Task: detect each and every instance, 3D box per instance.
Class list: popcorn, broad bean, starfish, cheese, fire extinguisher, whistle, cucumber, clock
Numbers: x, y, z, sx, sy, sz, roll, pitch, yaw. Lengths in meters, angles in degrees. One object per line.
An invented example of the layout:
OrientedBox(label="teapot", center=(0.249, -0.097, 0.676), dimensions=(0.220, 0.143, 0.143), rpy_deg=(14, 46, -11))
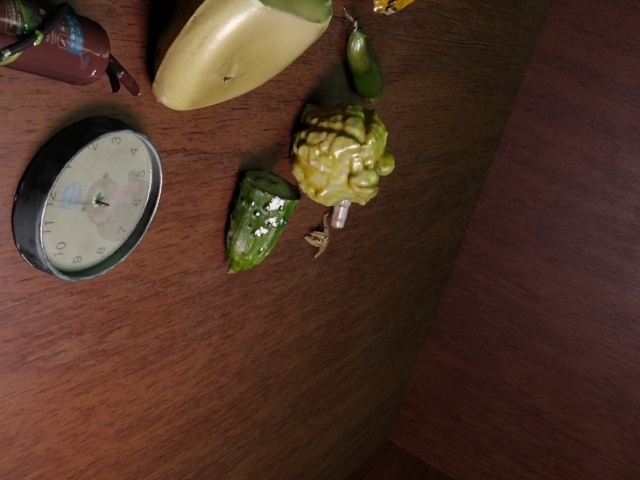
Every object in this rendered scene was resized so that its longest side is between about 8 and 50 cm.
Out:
OrientedBox(label="popcorn", center=(0.043, -0.198, 1.781), dimensions=(0.256, 0.255, 0.195), rpy_deg=(-47, -172, 29))
OrientedBox(label="broad bean", center=(0.103, -0.411, 1.861), dimensions=(0.325, 0.067, 0.075), rpy_deg=(63, 45, -64))
OrientedBox(label="starfish", center=(0.006, 0.001, 2.107), dimensions=(0.133, 0.041, 0.130), rpy_deg=(-40, 145, -43))
OrientedBox(label="cheese", center=(-0.151, -0.311, 1.273), dimensions=(0.316, 0.128, 0.260), rpy_deg=(-29, 162, 34))
OrientedBox(label="fire extinguisher", center=(-0.365, -0.253, 1.015), dimensions=(0.105, 0.141, 0.341), rpy_deg=(-31, 166, 24))
OrientedBox(label="whistle", center=(0.068, -0.137, 2.070), dimensions=(0.107, 0.057, 0.219), rpy_deg=(-20, 128, -59))
OrientedBox(label="cucumber", center=(-0.145, -0.027, 1.700), dimensions=(0.134, 0.134, 0.244), rpy_deg=(-17, 138, -58))
OrientedBox(label="clock", center=(-0.368, -0.063, 1.283), dimensions=(0.280, 0.056, 0.280), rpy_deg=(-46, 151, -35))

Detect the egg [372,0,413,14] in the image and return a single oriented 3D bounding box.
OrientedBox(label="egg", center=(0.190, -0.634, 1.709), dimensions=(0.286, 0.174, 0.264), rpy_deg=(-47, 175, 26))
